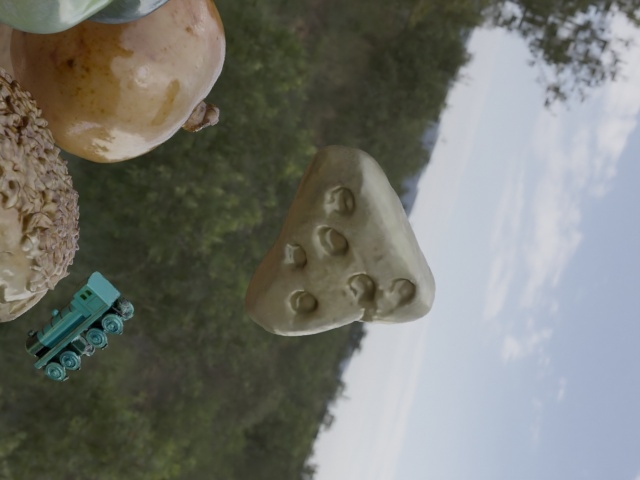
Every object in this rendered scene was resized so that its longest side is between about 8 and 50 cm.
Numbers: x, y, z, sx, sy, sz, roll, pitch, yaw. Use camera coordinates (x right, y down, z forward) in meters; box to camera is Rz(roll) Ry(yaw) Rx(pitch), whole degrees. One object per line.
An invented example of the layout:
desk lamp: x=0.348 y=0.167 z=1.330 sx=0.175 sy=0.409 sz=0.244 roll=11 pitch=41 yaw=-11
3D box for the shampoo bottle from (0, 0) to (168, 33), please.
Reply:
shampoo bottle: x=-0.234 y=-0.384 z=1.014 sx=0.317 sy=0.322 sz=0.322 roll=-46 pitch=165 yaw=-30

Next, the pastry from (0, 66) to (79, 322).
pastry: x=-0.495 y=-0.086 z=1.481 sx=0.409 sy=0.245 sz=0.410 roll=158 pitch=-90 yaw=-86

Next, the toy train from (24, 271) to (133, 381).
toy train: x=-0.169 y=0.062 z=0.705 sx=0.092 sy=0.045 sz=0.029 roll=-38 pitch=-168 yaw=25

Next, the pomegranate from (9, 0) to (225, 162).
pomegranate: x=-0.350 y=-0.328 z=1.842 sx=0.411 sy=0.411 sz=0.412 roll=20 pitch=90 yaw=-88

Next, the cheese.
cheese: x=0.000 y=0.000 z=1.769 sx=0.130 sy=0.350 sz=0.328 roll=-61 pitch=139 yaw=-56
